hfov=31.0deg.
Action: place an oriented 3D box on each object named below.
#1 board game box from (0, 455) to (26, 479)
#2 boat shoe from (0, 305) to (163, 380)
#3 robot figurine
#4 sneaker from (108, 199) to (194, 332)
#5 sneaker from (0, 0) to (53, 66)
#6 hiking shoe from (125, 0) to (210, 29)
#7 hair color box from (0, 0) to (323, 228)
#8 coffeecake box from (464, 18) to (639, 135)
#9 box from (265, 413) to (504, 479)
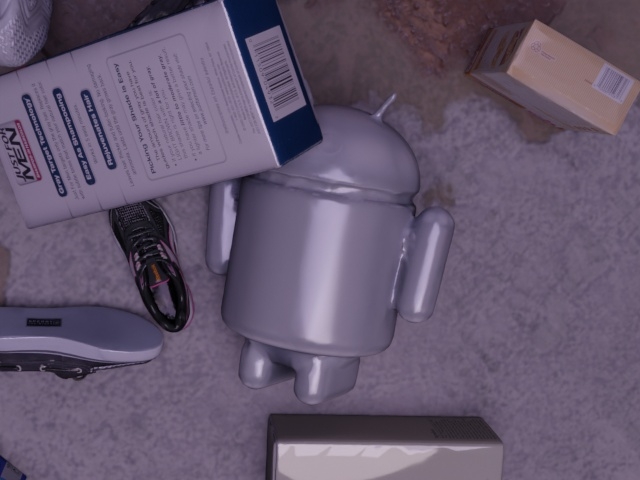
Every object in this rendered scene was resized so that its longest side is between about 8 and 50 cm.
[{"bbox_3d":[-0.549,0.341,1.338,0.233,0.078,0.347,43,91,-10],"label":"board game box"},{"bbox_3d":[-0.299,0.129,1.348,0.228,0.080,0.076,2,126,-10],"label":"boat shoe"},{"bbox_3d":[0.000,0.000,1.304,0.300,0.200,0.353,13,97,20],"label":"robot figurine"},{"bbox_3d":[-0.191,0.027,1.345,0.072,0.077,0.178,-26,99,-4],"label":"sneaker"},{"bbox_3d":[-0.372,-0.297,1.241,0.153,0.101,0.268,-4,64,4],"label":"sneaker"},{"bbox_3d":[-0.145,-0.234,1.313,0.114,0.086,0.227,43,91,-9],"label":"hiking shoe"},{"bbox_3d":[-0.187,-0.135,1.217,0.347,0.105,0.174,-11,104,31],"label":"hair color box"},{"bbox_3d":[0.260,-0.185,1.320,0.142,0.185,0.068,28,93,-10],"label":"coffeecake box"},{"bbox_3d":[0.074,0.269,1.393,0.275,0.113,0.094,2,98,-6],"label":"box"}]
